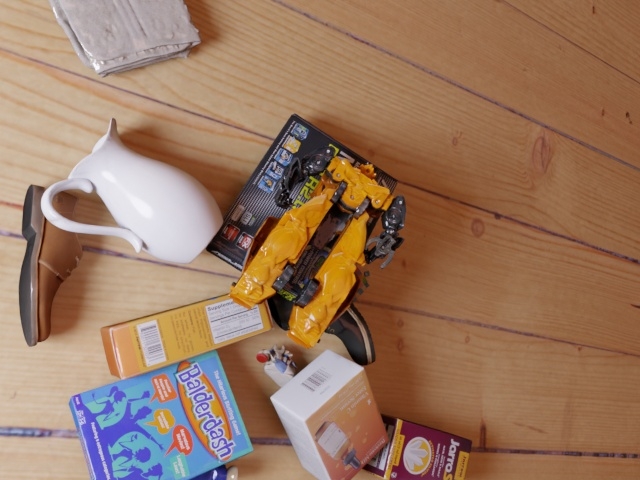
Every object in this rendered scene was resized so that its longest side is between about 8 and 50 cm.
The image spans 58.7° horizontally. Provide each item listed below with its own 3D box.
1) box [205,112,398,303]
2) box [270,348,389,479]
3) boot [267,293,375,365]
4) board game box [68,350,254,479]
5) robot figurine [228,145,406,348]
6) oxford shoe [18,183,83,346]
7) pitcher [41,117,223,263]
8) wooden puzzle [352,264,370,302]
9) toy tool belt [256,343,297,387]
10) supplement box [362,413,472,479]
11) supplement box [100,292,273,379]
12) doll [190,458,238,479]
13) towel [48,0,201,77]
[{"bbox_3d":[-0.025,-0.043,0.933,0.216,0.060,0.270,33,69,-6],"label":"box"},{"bbox_3d":[0.019,0.289,0.917,0.130,0.091,0.170,-36,122,-28],"label":"box"},{"bbox_3d":[-0.004,0.145,0.962,0.137,0.077,0.197,-27,86,-25],"label":"boot"},{"bbox_3d":[-0.219,0.261,0.794,0.210,0.047,0.160,-14,70,-34],"label":"board game box"},{"bbox_3d":[0.000,0.000,0.852,0.211,0.085,0.291,35,69,-6],"label":"robot figurine"},{"bbox_3d":[-0.356,0.034,0.756,0.076,0.076,0.212,9,81,-40],"label":"oxford shoe"},{"bbox_3d":[-0.254,-0.043,0.786,0.207,0.125,0.177,40,53,-15],"label":"pitcher"},{"bbox_3d":[0.061,0.079,1.037,0.083,0.006,0.049,-43,107,-27],"label":"wooden puzzle"},{"bbox_3d":[-0.069,0.197,0.930,0.083,0.052,0.051,51,32,-21],"label":"toy tool belt"},{"bbox_3d":[0.174,0.387,1.034,0.188,0.081,0.104,24,74,-27],"label":"supplement box"},{"bbox_3d":[-0.192,0.131,0.840,0.234,0.078,0.080,-12,89,-32],"label":"supplement box"},{"bbox_3d":[-0.213,0.316,0.828,0.189,0.046,0.128,10,80,-25],"label":"doll"},{"bbox_3d":[-0.310,-0.390,0.835,0.187,0.049,0.282,-27,98,-31],"label":"towel"}]
